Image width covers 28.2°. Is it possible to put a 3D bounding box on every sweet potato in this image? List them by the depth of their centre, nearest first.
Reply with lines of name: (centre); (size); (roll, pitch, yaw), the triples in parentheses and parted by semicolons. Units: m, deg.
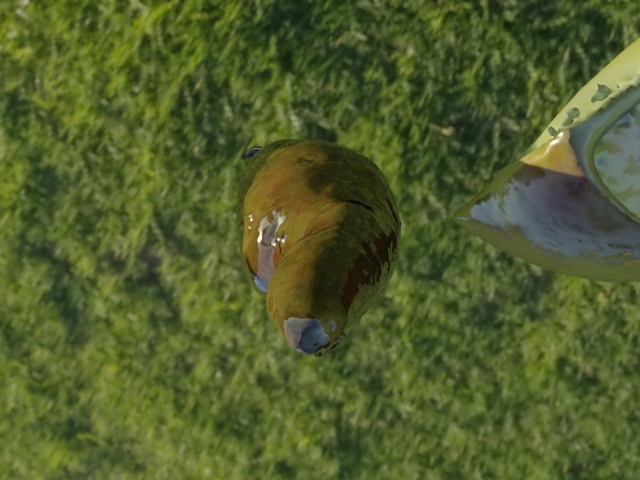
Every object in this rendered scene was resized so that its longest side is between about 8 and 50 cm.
sweet potato: (0.002, 0.001, 0.535); (0.074, 0.269, 0.075); (-1, 104, -5)

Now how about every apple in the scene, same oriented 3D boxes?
apple: (0.195, -0.056, 0.643); (0.120, 0.265, 0.193); (55, 163, 2)
